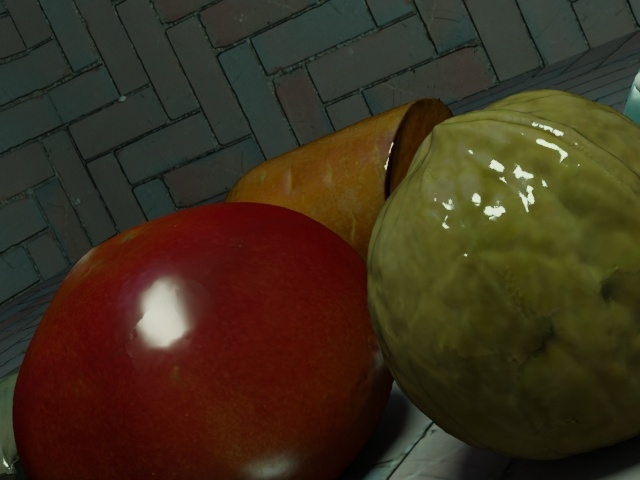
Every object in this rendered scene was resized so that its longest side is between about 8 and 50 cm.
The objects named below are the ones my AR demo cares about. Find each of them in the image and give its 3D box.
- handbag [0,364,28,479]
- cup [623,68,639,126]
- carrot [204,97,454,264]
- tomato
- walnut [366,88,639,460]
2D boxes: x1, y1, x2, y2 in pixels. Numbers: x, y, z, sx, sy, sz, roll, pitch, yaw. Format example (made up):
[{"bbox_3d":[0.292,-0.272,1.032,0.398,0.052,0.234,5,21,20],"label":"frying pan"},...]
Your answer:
[{"bbox_3d":[-0.340,0.201,1.346,0.182,0.117,0.270,-8,15,19],"label":"handbag"},{"bbox_3d":[0.313,-0.059,0.864,0.173,0.167,0.300,18,-1,32],"label":"cup"},{"bbox_3d":[0.000,0.000,1.342,0.331,0.214,0.193,-17,-18,24],"label":"carrot"},{"bbox_3d":[-0.090,0.094,0.942,0.299,0.226,0.298,-21,11,4],"label":"tomato"},{"bbox_3d":[0.135,0.020,0.772,0.228,0.228,0.228,-25,9,4],"label":"walnut"}]
